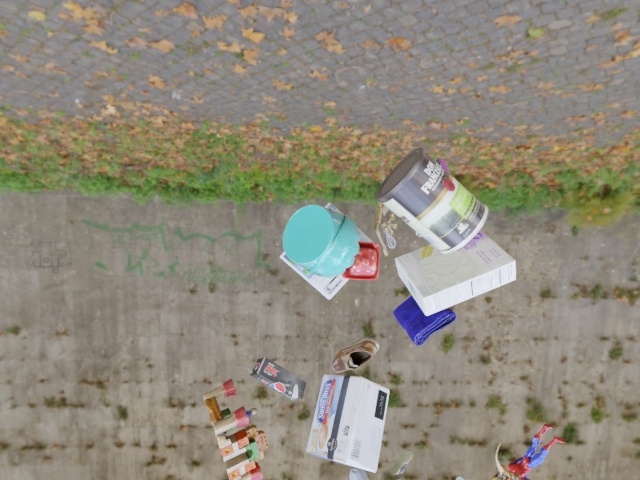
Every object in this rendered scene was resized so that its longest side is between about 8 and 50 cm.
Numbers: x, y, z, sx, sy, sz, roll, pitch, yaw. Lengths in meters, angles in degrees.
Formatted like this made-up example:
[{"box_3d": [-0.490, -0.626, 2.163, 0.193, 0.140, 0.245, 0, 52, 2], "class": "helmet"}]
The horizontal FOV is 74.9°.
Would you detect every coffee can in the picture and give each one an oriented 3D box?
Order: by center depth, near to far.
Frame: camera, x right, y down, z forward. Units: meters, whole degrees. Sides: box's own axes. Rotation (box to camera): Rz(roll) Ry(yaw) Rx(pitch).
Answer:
[{"box_3d": [0.338, -0.119, 1.283, 0.275, 0.201, 0.201, 38, 171, -10], "class": "coffee can"}]

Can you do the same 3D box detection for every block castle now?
[{"box_3d": [-0.405, 0.946, 2.059, 0.213, 0.452, 0.303, -17, -155, -22], "class": "block castle"}]

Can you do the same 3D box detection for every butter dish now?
[{"box_3d": [0.172, 0.086, 1.707, 0.161, 0.159, 0.118, 3, -179, -5], "class": "butter dish"}]

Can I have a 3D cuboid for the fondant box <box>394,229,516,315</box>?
[{"box_3d": [0.460, 0.098, 1.458, 0.331, 0.096, 0.238, -21, -145, -3], "class": "fondant box"}]

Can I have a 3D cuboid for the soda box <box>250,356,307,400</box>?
[{"box_3d": [-0.124, 0.422, 1.267, 0.169, 0.060, 0.053, 37, 142, -19], "class": "soda box"}]

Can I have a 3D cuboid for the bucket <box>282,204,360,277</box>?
[{"box_3d": [0.000, 0.000, 1.652, 0.282, 0.280, 0.183, 1, 165, 37], "class": "bucket"}]

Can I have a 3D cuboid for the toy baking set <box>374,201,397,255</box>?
[{"box_3d": [0.316, -0.065, 2.002, 0.030, 0.255, 0.197, -10, 143, 39], "class": "toy baking set"}]

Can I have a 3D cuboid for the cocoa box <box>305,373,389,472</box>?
[{"box_3d": [0.125, 0.789, 1.836, 0.228, 0.346, 0.232, -12, 142, 42], "class": "cocoa box"}]

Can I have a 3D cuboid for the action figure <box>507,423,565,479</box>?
[{"box_3d": [0.791, 0.800, 1.520, 0.139, 0.280, 0.091, 21, -159, -22], "class": "action figure"}]

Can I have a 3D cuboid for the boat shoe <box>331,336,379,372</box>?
[{"box_3d": [0.168, 0.620, 2.208, 0.324, 0.123, 0.116, -44, -177, 32], "class": "boat shoe"}]

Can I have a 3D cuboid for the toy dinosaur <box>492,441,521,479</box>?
[{"box_3d": [0.603, 0.770, 1.396, 0.064, 0.112, 0.211, -9, 130, 44], "class": "toy dinosaur"}]

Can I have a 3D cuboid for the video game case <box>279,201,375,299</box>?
[{"box_3d": [0.039, 0.049, 1.859, 0.300, 0.329, 0.036, 42, -177, -7], "class": "video game case"}]

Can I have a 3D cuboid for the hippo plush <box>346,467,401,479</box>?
[{"box_3d": [0.266, 1.137, 1.890, 0.237, 0.294, 0.234, 5, -140, -25], "class": "hippo plush"}]

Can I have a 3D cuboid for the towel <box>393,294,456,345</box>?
[{"box_3d": [0.478, 0.344, 1.981, 0.228, 0.076, 0.308, -36, -162, 2], "class": "towel"}]

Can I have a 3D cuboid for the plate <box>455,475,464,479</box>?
[{"box_3d": [0.560, 1.030, 1.635, 0.024, 0.188, 0.188, -29, 164, 28], "class": "plate"}]

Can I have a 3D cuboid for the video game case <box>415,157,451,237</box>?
[{"box_3d": [0.414, -0.159, 1.563, 0.042, 0.231, 0.210, 17, 135, -19], "class": "video game case"}]

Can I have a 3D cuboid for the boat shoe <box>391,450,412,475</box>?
[{"box_3d": [0.386, 1.045, 1.962, 0.049, 0.133, 0.042, 31, 165, 51], "class": "boat shoe"}]
